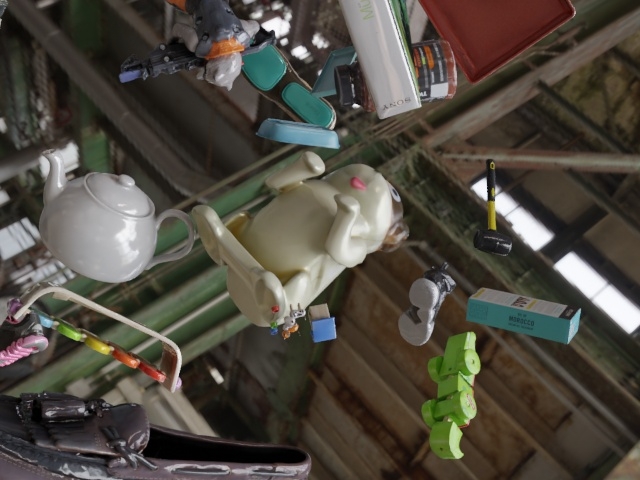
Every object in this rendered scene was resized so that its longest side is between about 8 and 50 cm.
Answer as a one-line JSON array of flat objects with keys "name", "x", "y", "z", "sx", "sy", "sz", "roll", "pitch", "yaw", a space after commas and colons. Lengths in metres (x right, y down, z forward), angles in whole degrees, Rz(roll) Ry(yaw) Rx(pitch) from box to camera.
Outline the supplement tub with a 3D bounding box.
[{"name": "supplement tub", "x": 0.125, "y": -0.277, "z": 1.426, "sx": 0.106, "sy": 0.198, "sz": 0.106, "roll": 169, "pitch": -90, "yaw": -86}]

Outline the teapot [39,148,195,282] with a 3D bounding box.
[{"name": "teapot", "x": -0.421, "y": -0.048, "z": 1.690, "sx": 0.252, "sy": 0.256, "sz": 0.187, "roll": 46, "pitch": -67, "yaw": 26}]

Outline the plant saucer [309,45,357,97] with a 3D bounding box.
[{"name": "plant saucer", "x": 0.033, "y": -0.350, "z": 1.738, "sx": 0.067, "sy": 0.192, "sz": 0.018, "roll": -8, "pitch": -54, "yaw": 23}]

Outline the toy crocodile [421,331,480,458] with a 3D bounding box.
[{"name": "toy crocodile", "x": 0.322, "y": 0.358, "z": 1.996, "sx": 0.115, "sy": 0.340, "sz": 0.105, "roll": -26, "pitch": -59, "yaw": 34}]

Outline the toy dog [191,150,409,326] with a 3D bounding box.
[{"name": "toy dog", "x": 0.000, "y": 0.000, "z": 1.768, "sx": 0.284, "sy": 0.408, "sz": 0.395, "roll": 42, "pitch": -24, "yaw": 35}]

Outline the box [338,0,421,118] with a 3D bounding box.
[{"name": "box", "x": 0.057, "y": -0.318, "z": 1.000, "sx": 0.059, "sy": 0.322, "sz": 0.232, "roll": -14, "pitch": -57, "yaw": 14}]

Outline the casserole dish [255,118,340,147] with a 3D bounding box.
[{"name": "casserole dish", "x": -0.045, "y": -0.229, "z": 1.790, "sx": 0.114, "sy": 0.188, "sz": 0.037, "roll": -142, "pitch": -119, "yaw": -62}]

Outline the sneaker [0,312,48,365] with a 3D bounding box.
[{"name": "sneaker", "x": -0.409, "y": 0.129, "z": 1.097, "sx": 0.047, "sy": 0.119, "sz": 0.057, "roll": 29, "pitch": 43, "yaw": -66}]

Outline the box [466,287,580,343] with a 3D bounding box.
[{"name": "box", "x": 0.477, "y": 0.175, "z": 1.980, "sx": 0.244, "sy": 0.100, "sz": 0.060, "roll": 12, "pitch": -72, "yaw": 27}]

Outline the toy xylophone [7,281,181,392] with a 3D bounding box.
[{"name": "toy xylophone", "x": -0.385, "y": 0.158, "z": 1.473, "sx": 0.323, "sy": 0.081, "sz": 0.236, "roll": 28, "pitch": -9, "yaw": -13}]

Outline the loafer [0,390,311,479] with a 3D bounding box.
[{"name": "loafer", "x": -0.137, "y": 0.159, "z": 0.641, "sx": 0.303, "sy": 0.095, "sz": 0.109, "roll": 30, "pitch": 6, "yaw": -32}]

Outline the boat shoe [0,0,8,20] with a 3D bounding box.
[{"name": "boat shoe", "x": -0.457, "y": -0.310, "z": 0.915, "sx": 0.079, "sy": 0.233, "sz": 0.084, "roll": -65, "pitch": -160, "yaw": 16}]

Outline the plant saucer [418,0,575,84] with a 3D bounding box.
[{"name": "plant saucer", "x": 0.355, "y": -0.500, "z": 1.737, "sx": 0.258, "sy": 0.048, "sz": 0.259, "roll": -33, "pitch": -92, "yaw": 31}]

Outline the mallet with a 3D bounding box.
[{"name": "mallet", "x": 0.295, "y": -0.063, "z": 1.490, "sx": 0.039, "sy": 0.062, "sz": 0.189, "roll": 133, "pitch": -41, "yaw": -57}]

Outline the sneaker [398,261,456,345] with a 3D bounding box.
[{"name": "sneaker", "x": 0.310, "y": 0.179, "z": 2.384, "sx": 0.101, "sy": 0.153, "sz": 0.268, "roll": 31, "pitch": -41, "yaw": 21}]

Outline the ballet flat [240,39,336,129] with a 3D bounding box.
[{"name": "ballet flat", "x": -0.093, "y": -0.361, "z": 1.965, "sx": 0.316, "sy": 0.107, "sz": 0.106, "roll": 48, "pitch": -2, "yaw": -1}]

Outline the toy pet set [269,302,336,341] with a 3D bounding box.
[{"name": "toy pet set", "x": -0.034, "y": 0.168, "z": 1.578, "sx": 0.122, "sy": 0.114, "sz": 0.065, "roll": 97, "pitch": -18, "yaw": -62}]

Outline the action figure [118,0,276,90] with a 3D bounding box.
[{"name": "action figure", "x": -0.273, "y": -0.451, "z": 1.709, "sx": 0.330, "sy": 0.341, "sz": 0.178, "roll": 64, "pitch": -11, "yaw": 8}]
